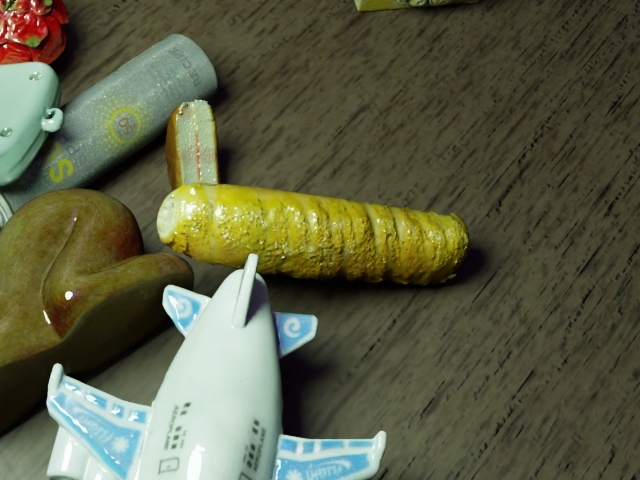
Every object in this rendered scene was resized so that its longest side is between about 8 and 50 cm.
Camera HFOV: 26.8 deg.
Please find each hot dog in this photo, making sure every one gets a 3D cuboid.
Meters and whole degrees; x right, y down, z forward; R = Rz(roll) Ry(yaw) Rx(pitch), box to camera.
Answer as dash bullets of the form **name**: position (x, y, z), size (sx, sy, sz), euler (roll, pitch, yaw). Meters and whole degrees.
- **hot dog**: position (0.001, -0.001, 1.153), size (0.289, 0.083, 0.068), euler (7, 61, -26)

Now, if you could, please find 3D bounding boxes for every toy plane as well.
- **toy plane**: position (-0.082, 0.147, 1.046), size (0.266, 0.123, 0.267), euler (2, 69, -6)

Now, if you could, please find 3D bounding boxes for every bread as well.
- **bread**: position (-0.120, -0.078, 1.239), size (0.043, 0.109, 0.062), euler (-8, 14, -19)

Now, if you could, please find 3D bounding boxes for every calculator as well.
- **calculator**: position (-0.334, -0.096, 1.165), size (0.246, 0.045, 0.141), euler (-4, 44, 17)

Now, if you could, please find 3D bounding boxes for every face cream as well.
- **face cream**: position (-0.216, -0.091, 1.218), size (0.073, 0.073, 0.283), euler (41, 60, 17)

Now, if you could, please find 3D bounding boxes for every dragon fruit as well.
- **dragon fruit**: position (-0.308, -0.203, 1.255), size (0.142, 0.121, 0.130), euler (13, 17, 30)

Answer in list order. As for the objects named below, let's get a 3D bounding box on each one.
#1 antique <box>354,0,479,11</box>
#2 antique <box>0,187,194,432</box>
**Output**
- **antique**: position (0.103, -0.328, 1.385), size (0.146, 0.152, 0.148), euler (-6, 60, -13)
- **antique**: position (-0.244, 0.048, 1.092), size (0.257, 0.121, 0.143), euler (-35, 68, -29)
